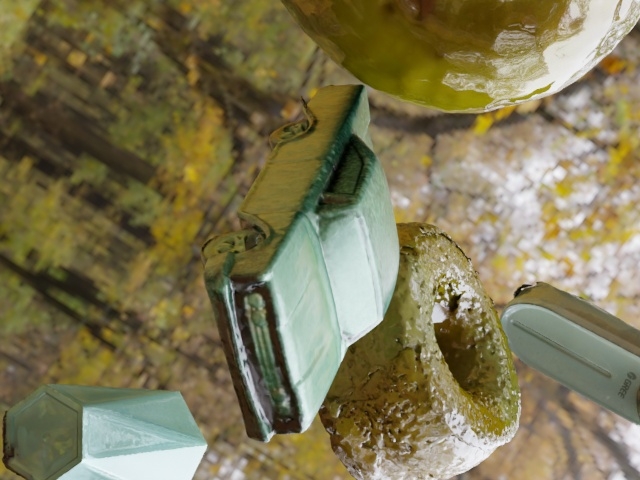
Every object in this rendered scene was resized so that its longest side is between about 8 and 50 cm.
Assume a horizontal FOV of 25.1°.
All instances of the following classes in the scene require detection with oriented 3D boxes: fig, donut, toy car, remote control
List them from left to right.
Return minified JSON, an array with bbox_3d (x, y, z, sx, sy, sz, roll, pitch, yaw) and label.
[{"bbox_3d":[0.000,0.000,1.031,0.097,0.141,0.320,-5,-154,17],"label":"toy car"},{"bbox_3d":[0.095,0.099,1.296,0.107,0.272,0.272,-18,-146,29],"label":"donut"},{"bbox_3d":[0.102,-0.270,1.111,0.343,0.343,0.343,-51,-165,20],"label":"fig"},{"bbox_3d":[0.293,0.123,1.424,0.052,0.247,0.104,-50,163,-35],"label":"remote control"}]

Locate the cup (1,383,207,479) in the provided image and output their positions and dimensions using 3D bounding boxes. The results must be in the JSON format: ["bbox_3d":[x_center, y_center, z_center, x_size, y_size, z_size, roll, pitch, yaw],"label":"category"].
[{"bbox_3d":[-0.247,0.222,1.595,0.148,0.236,0.134,-10,-106,23],"label":"cup"}]
